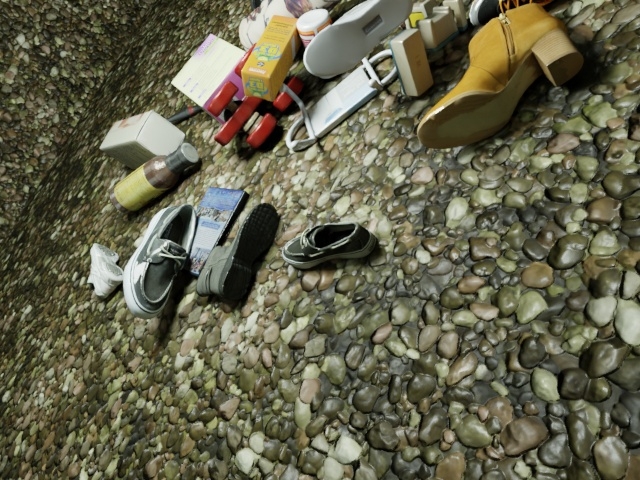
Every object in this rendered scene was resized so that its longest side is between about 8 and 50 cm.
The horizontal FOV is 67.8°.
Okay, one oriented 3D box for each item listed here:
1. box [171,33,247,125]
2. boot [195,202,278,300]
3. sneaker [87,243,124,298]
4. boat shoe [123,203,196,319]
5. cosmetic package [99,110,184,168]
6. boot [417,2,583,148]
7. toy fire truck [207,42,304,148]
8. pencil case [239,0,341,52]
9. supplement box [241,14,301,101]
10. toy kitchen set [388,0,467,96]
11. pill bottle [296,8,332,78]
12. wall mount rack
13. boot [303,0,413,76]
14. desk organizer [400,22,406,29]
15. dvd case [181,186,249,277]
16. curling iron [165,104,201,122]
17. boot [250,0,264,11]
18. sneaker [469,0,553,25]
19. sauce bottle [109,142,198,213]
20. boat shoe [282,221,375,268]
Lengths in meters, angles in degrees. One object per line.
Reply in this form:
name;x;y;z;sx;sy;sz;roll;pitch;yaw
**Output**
box;-0.330;-0.520;1.541;0.214;0.117;0.243;-51;51;2
boot;-0.205;0.020;1.105;0.161;0.083;0.247;3;63;50
sneaker;-0.692;0.095;1.489;0.115;0.090;0.232;-52;40;5
boat shoe;-0.397;0.032;1.200;0.119;0.121;0.335;-26;46;32
cosmetic package;-0.644;-0.355;1.715;0.296;0.153;0.129;4;66;43
boot;0.295;-0.300;0.865;0.295;0.104;0.211;-27;41;19
toy fire truck;-0.195;-0.391;1.345;0.302;0.169;0.254;-54;17;-3
pencil case;-0.087;-0.644;1.322;0.410;0.159;0.184;-14;59;57
supplement box;-0.116;-0.450;1.168;0.078;0.080;0.234;13;61;7
toy kitchen set;0.206;-0.428;1.040;0.207;0.122;0.166;-40;38;-17
pill bottle;0.002;-0.495;1.209;0.086;0.152;0.086;-11;49;13
wall mount rack;0.028;-0.328;1.094;0.350;0.130;0.304;-36;44;20
boot;0.067;-0.423;0.991;0.258;0.095;0.123;-34;20;-5
desk organizer;0.199;-0.586;1.184;0.050;0.047;0.130;-30;46;21
dvd case;-0.301;-0.027;1.266;0.180;0.022;0.253;12;70;45
curling iron;-0.461;-0.478;1.720;0.273;0.035;0.068;-19;54;31
boot;-0.067;-0.840;1.543;0.348;0.131;0.260;-42;42;10
sneaker;0.390;-0.471;0.903;0.214;0.084;0.083;-22;54;29
sauce bottle;-0.534;-0.201;1.535;0.344;0.111;0.112;-25;48;28
boat shoe;0.000;0.000;0.932;0.219;0.070;0.078;-12;55;37
